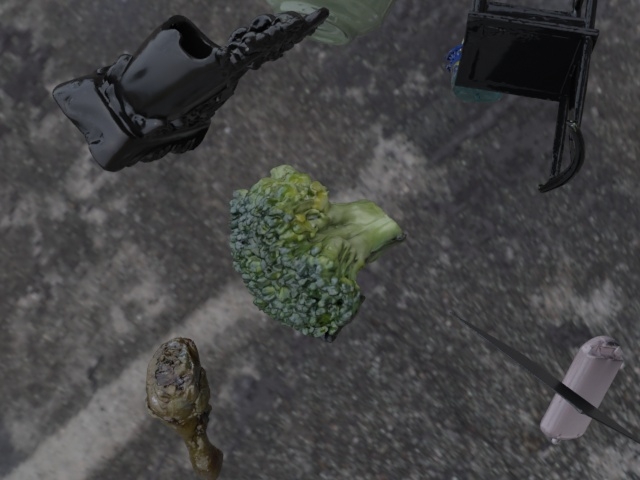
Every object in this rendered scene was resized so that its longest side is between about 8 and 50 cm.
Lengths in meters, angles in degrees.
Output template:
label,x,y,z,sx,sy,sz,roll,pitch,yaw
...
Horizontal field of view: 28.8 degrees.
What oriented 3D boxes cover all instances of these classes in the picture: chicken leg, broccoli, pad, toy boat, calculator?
label,x,y,z,sx,sy,sz,roll,pitch,yaw
chicken leg,-0.162,0.213,1.509,0.069,0.198,0.085,-8,27,15
broccoli,0.000,0.000,1.752,0.245,0.248,0.288,-31,66,-16
pad,0.275,0.168,1.499,0.006,0.170,0.245,-56,41,4
toy boat,0.209,-0.253,1.669,0.091,0.175,0.110,3,84,12
calculator,0.371,0.214,1.763,0.032,0.100,0.175,35,106,38

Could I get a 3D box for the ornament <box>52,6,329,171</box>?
label,x,y,z,sx,sy,sz,roll,pitch,yaw
ornament,-0.097,-0.176,1.214,0.260,0.251,0.106,-29,92,21

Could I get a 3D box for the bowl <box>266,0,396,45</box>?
label,x,y,z,sx,sy,sz,roll,pitch,yaw
bowl,0.006,-0.339,1.700,0.211,0.211,0.112,13,80,31

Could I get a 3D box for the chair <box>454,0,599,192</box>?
label,x,y,z,sx,sy,sz,roll,pitch,yaw
chair,0.220,-0.201,1.324,0.141,0.154,0.260,9,67,5
